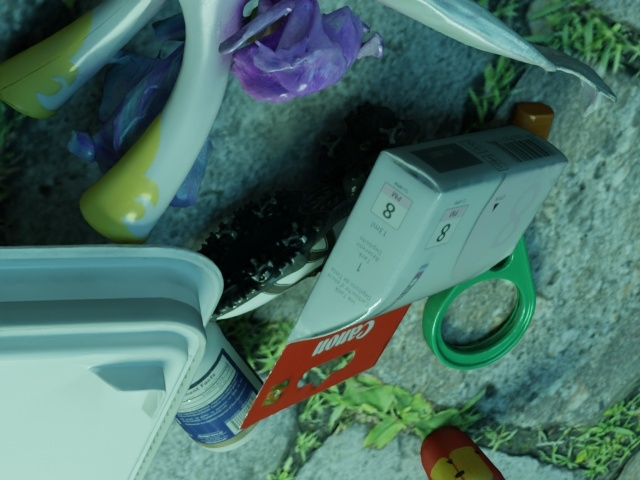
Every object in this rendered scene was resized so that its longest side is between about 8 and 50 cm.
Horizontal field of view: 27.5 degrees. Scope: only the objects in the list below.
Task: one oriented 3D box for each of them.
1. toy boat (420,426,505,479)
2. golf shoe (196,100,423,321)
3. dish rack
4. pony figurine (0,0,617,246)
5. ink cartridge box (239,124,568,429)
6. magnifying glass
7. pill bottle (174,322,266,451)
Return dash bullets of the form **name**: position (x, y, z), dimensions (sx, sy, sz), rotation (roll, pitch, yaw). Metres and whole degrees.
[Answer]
- **toy boat**: position (0.096, 0.319, 1.114), dimensions (0.268, 0.148, 0.318), rotation (1, 122, -26)
- **golf shoe**: position (0.000, 0.000, 0.891), dimensions (0.198, 0.077, 0.094), rotation (-38, 136, -3)
- **dish rack**: position (-0.221, 0.126, 0.805), dimensions (0.286, 0.072, 0.333), rotation (-1, 145, -25)
- **pony figurine**: position (-0.056, -0.166, 0.660), dimensions (0.351, 0.302, 0.363), rotation (25, 124, -27)
- **ink cartridge box**: position (0.060, 0.034, 0.900), dimensions (0.189, 0.066, 0.232), rotation (-16, 135, -55)
- **magnifying glass**: position (0.136, 0.002, 0.999), dimensions (0.092, 0.026, 0.231), rotation (-4, 125, -23)
- **pill bottle**: position (-0.089, 0.091, 0.921), dimensions (0.067, 0.067, 0.120), rotation (-34, 130, -1)
